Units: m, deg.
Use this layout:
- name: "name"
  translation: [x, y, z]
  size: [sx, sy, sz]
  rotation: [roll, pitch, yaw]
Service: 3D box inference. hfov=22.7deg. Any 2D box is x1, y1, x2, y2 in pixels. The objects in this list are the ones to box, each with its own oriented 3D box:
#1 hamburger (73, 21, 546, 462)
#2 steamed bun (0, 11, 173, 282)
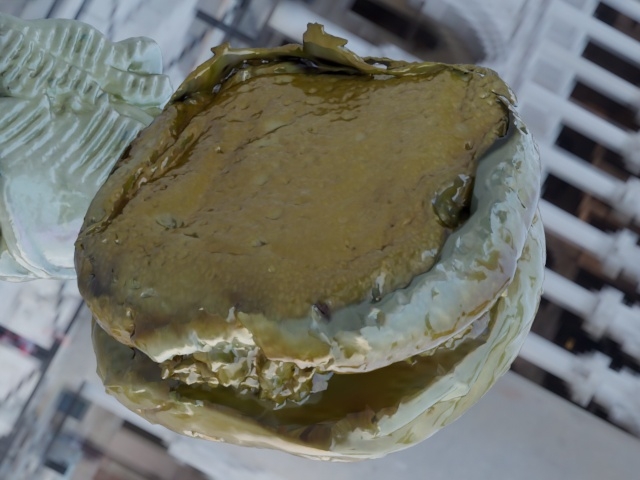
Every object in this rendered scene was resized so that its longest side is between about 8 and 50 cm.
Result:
- name: "hamburger"
  translation: [0.000, 0.000, 1.015]
  size: [0.319, 0.318, 0.158]
  rotation: [-64, 149, -35]
- name: "steamed bun"
  translation: [-0.265, -0.063, 1.554]
  size: [0.207, 0.280, 0.268]
  rotation: [-47, -133, 43]
